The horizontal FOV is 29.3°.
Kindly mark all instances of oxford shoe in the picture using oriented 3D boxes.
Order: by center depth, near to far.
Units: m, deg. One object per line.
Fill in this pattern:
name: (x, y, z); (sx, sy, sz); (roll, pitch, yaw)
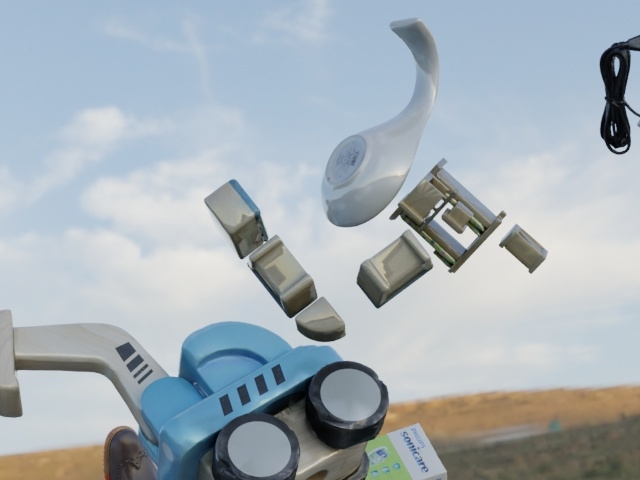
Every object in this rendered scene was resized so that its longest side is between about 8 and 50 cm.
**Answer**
oxford shoe: (-0.276, 0.431, 2.009); (0.097, 0.271, 0.098); (-22, 4, -40)

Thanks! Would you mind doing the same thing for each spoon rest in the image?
spoon rest: (0.083, -0.138, 1.518); (0.084, 0.276, 0.137); (31, -16, -34)

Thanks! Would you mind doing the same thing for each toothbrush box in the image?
toothbrush box: (0.059, 0.448, 2.009); (0.283, 0.122, 0.206); (-16, -49, -12)

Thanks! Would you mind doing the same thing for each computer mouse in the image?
computer mouse: (0.503, -0.203, 1.646); (0.262, 0.184, 0.060); (5, 36, 30)

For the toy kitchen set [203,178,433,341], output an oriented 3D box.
toy kitchen set: (0.000, 0.000, 1.381); (0.166, 0.207, 0.122); (-37, -12, -8)

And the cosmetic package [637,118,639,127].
cosmetic package: (0.409, -0.153, 1.386); (0.041, 0.060, 0.115); (35, -11, -3)

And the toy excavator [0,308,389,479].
toy excavator: (-0.194, 0.213, 1.649); (0.433, 0.445, 0.222); (-27, -31, -27)

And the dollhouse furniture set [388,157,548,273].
dollhouse furniture set: (0.173, 0.006, 1.511); (0.101, 0.182, 0.161); (-49, -3, 19)
